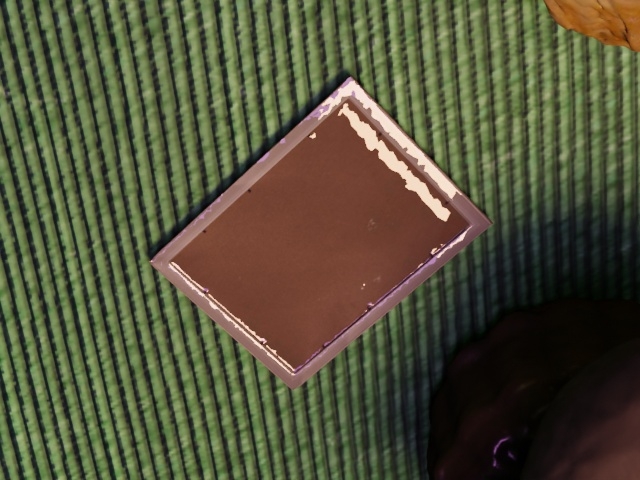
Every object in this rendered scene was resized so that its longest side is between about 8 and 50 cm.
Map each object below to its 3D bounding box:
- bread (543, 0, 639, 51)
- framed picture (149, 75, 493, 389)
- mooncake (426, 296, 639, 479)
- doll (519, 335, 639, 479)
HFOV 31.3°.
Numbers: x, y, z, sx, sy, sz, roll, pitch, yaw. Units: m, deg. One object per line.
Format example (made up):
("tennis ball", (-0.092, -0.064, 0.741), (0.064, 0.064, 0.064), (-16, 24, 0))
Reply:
("bread", (0.244, -0.193, 0.629), (0.267, 0.130, 0.152), (-14, 118, 3))
("framed picture", (0.000, 0.000, 0.757), (0.183, 0.011, 0.142), (-42, 110, 13))
("mooncake", (0.185, 0.158, 0.780), (0.228, 0.124, 0.228), (-1, 113, -2))
("doll", (0.240, 0.279, 0.609), (0.382, 0.378, 0.252), (-51, 142, -6))
